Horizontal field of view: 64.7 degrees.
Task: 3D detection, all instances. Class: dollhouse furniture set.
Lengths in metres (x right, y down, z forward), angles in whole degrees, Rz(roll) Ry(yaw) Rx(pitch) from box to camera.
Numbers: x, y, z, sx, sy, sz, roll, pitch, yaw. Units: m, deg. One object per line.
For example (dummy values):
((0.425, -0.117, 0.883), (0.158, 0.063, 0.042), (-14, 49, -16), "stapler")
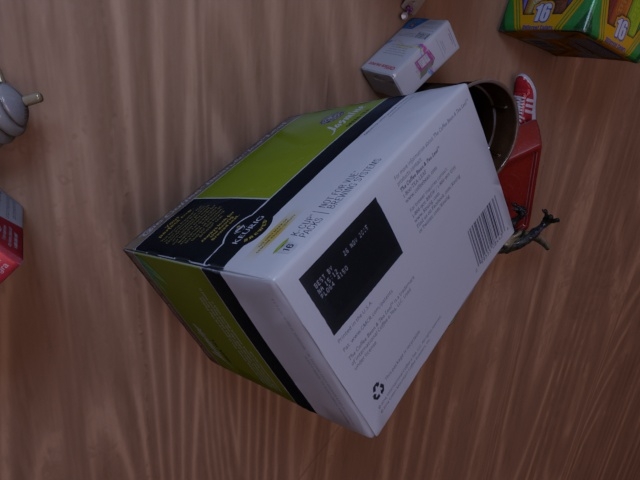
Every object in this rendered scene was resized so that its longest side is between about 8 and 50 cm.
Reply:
((0.121, -0.403, 0.772), (0.114, 0.091, 0.081), (28, 139, -14), "dollhouse furniture set")

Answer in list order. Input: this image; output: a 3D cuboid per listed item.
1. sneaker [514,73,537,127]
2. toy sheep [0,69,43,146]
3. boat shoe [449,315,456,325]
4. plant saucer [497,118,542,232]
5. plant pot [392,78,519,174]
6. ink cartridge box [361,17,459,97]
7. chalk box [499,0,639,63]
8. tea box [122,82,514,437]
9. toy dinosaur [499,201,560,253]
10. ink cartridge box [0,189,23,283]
((0.375, -0.251, 0.962), (0.067, 0.042, 0.119), (-35, 126, -16), "sneaker")
((-0.376, -0.144, 0.560), (0.131, 0.091, 0.091), (-18, 121, -1), "toy sheep")
((0.187, 0.127, 1.003), (0.223, 0.080, 0.074), (4, 114, -26), "boat shoe")
((0.329, -0.073, 0.988), (0.258, 0.048, 0.259), (-25, 131, -17), "plant saucer")
((0.199, -0.184, 0.818), (0.166, 0.165, 0.167), (-12, 117, -24), "plant pot")
((0.137, -0.283, 0.785), (0.122, 0.088, 0.052), (-44, 128, -5), "ink cartridge box")
((0.461, -0.466, 0.831), (0.180, 0.179, 0.289), (5, 109, -31), "chalk box")
((0.000, 0.000, 0.631), (0.329, 0.323, 0.220), (-45, 122, -28), "tea box")
((0.395, -0.014, 1.000), (0.268, 0.064, 0.118), (-7, 138, -31), "toy dinosaur")
((-0.445, -0.057, 0.490), (0.114, 0.197, 0.273), (-46, 126, -6), "ink cartridge box")
